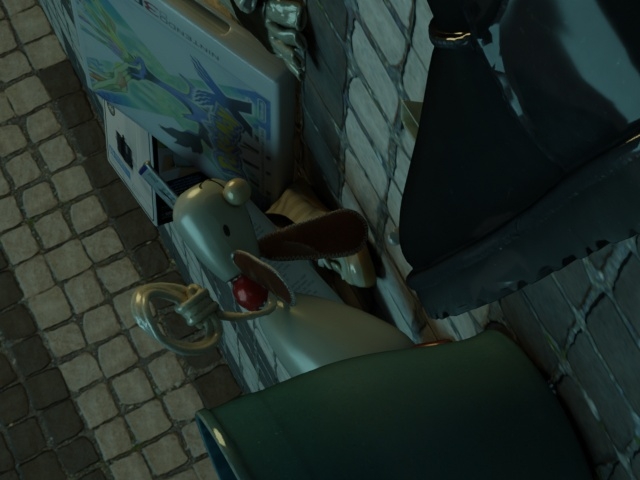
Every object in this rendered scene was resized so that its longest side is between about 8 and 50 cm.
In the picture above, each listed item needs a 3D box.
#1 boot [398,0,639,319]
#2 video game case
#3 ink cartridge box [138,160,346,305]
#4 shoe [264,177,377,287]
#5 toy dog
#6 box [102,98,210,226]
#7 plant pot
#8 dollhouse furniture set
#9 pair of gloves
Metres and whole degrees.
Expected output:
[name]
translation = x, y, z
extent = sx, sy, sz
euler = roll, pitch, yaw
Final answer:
[boot]
translation = 0.039, -0.201, 0.775
extent = 0.445, 0.146, 0.367
euler = 60, 160, 3
[video game case]
translation = -0.152, -0.178, 1.758
extent = 0.300, 0.036, 0.329
euler = 36, 159, 14
[ink cartridge box]
translation = -0.071, 0.020, 1.827
extent = 0.330, 0.071, 0.324
euler = 50, 175, -6
[shoe]
translation = 0.000, 0.000, 1.710
extent = 0.219, 0.058, 0.076
euler = 47, 160, 59
[toy dog]
translation = 0.004, 0.062, 1.535
extent = 0.333, 0.161, 0.220
euler = 38, -144, -11
[box]
translation = -0.209, -0.185, 2.034
extent = 0.169, 0.087, 0.290
euler = 51, 150, 41
[plant pot]
translation = 0.072, 0.205, 1.298
extent = 0.272, 0.255, 0.271
euler = 61, 170, 19
[dollhouse furniture set]
translation = 0.069, -0.037, 1.217
extent = 0.114, 0.081, 0.091
euler = 60, 169, 25
[pair of gloves]
translation = -0.091, -0.262, 1.453
extent = 0.204, 0.042, 0.240
euler = 43, 168, 27
